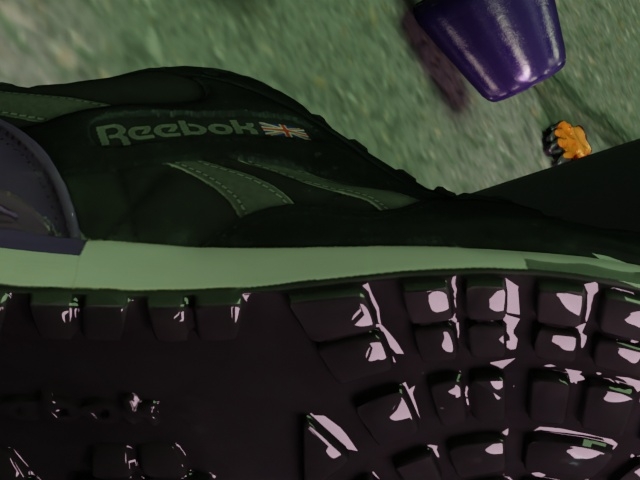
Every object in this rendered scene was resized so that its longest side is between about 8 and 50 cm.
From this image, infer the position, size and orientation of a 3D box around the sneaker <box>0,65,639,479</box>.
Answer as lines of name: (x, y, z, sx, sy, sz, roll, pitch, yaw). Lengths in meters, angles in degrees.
sneaker: (0.000, 0.000, 0.431, 0.124, 0.283, 0.107, -89, -172, -45)

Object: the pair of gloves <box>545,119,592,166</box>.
pair of gloves: (0.164, -0.036, 1.026, 0.074, 0.010, 0.083, -11, 80, -63)

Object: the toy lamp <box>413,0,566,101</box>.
toy lamp: (0.049, -0.204, 0.872, 0.275, 0.080, 0.080, 63, 27, -6)

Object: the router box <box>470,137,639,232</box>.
router box: (0.134, 0.029, 0.584, 0.243, 0.308, 0.081, 14, 62, -59)
